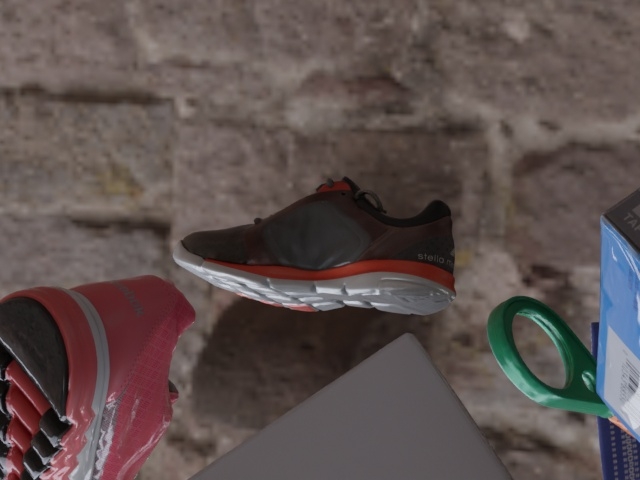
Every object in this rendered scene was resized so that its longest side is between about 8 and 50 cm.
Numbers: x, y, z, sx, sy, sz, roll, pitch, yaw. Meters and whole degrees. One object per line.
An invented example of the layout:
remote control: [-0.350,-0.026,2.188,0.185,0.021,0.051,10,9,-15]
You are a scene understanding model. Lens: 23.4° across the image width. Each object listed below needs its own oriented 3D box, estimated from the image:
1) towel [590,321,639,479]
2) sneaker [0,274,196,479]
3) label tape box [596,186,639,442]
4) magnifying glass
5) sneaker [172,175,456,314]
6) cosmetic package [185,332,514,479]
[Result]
towel: [0.441,0.150,1.561,0.336,0.243,0.040,-17,143,25]
sneaker: [-0.156,0.147,1.047,0.136,0.314,0.116,-19,-126,-38]
label tape box: [0.365,-0.007,1.115,0.347,0.249,0.115,-32,-123,-12]
magnifying glass: [0.226,0.124,1.282,0.231,0.092,0.026,33,130,-22]
sneaker: [0.000,0.000,0.797,0.158,0.065,0.061,4,166,23]
cosmetic package: [0.009,0.190,0.776,0.224,0.138,0.225,-34,154,0]
